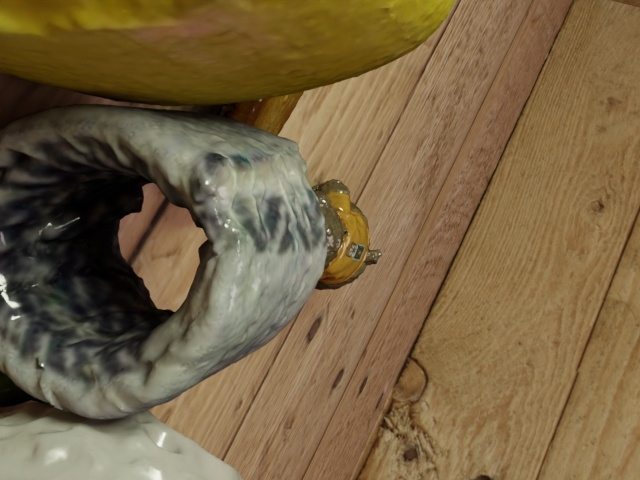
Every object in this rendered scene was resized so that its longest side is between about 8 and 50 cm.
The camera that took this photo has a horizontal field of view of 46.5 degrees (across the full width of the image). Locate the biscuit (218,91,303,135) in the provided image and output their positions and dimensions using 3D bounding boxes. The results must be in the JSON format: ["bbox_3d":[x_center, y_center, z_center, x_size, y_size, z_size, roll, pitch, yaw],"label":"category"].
[{"bbox_3d":[-0.045,-0.162,0.757,0.305,0.038,0.305,-59,-179,2],"label":"biscuit"}]

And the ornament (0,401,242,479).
[{"bbox_3d":[-0.182,0.279,0.549,0.337,0.337,0.337,-53,156,-37],"label":"ornament"}]

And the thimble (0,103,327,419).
[{"bbox_3d":[-0.127,0.005,0.545,0.157,0.245,0.217,-22,94,-64],"label":"thimble"}]

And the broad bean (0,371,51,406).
[{"bbox_3d":[-0.232,0.130,0.695,0.060,0.043,0.297,-57,160,0],"label":"broad bean"}]

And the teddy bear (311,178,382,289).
[{"bbox_3d":[0.000,0.000,1.052,0.190,0.140,0.177,13,101,-62],"label":"teddy bear"}]

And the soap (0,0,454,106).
[{"bbox_3d":[-0.096,-0.151,0.398,0.427,0.306,0.115,8,73,-64],"label":"soap"}]
